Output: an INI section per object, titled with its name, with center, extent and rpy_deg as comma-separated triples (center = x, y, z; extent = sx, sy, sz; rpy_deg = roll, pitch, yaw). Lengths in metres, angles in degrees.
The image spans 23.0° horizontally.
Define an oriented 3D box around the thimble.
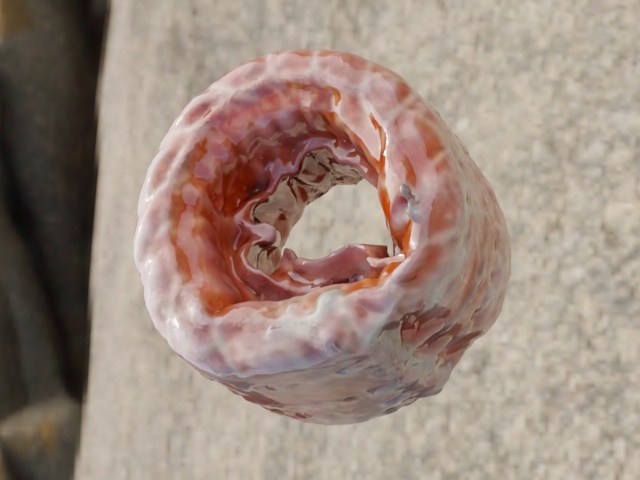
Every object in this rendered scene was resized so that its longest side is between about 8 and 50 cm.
[thimble]
center = 0.000, 0.000, 1.046
extent = 0.239, 0.162, 0.239
rpy_deg = -9, 64, 20
